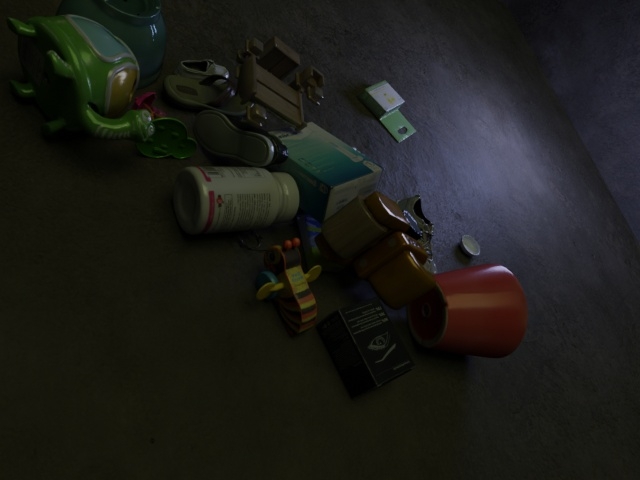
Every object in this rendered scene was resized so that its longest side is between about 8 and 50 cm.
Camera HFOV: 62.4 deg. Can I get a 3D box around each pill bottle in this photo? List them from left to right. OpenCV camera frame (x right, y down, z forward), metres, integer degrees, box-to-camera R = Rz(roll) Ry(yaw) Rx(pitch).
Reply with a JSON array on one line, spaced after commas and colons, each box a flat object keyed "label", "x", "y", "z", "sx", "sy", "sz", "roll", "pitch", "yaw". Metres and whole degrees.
[{"label": "pill bottle", "x": -0.203, "y": -0.102, "z": 1.314, "sx": 0.283, "sy": 0.160, "sz": 0.160, "roll": -6, "pitch": 63, "yaw": -39}]

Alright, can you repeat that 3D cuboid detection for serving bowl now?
[{"label": "serving bowl", "x": 0.524, "y": 0.022, "z": 1.869, "sx": 0.083, "sy": 0.027, "sz": 0.083, "roll": 20, "pitch": 49, "yaw": -25}]

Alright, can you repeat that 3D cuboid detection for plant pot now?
[{"label": "plant pot", "x": -0.532, "y": -0.573, "z": 1.386, "sx": 0.293, "sy": 0.196, "sz": 0.293, "roll": 20, "pitch": 49, "yaw": -25}, {"label": "plant pot", "x": 0.395, "y": 0.199, "z": 1.493, "sx": 0.243, "sy": 0.275, "sz": 0.274, "roll": 2, "pitch": 58, "yaw": -23}]

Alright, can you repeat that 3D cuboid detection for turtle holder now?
[{"label": "turtle holder", "x": -0.522, "y": -0.370, "z": 1.188, "sx": 0.320, "sy": 0.243, "sz": 0.227, "roll": 27, "pitch": 38, "yaw": 28}]

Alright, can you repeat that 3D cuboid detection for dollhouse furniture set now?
[{"label": "dollhouse furniture set", "x": -0.135, "y": -0.382, "z": 1.521, "sx": 0.303, "sy": 0.174, "sz": 0.355, "roll": 25, "pitch": 49, "yaw": -41}]

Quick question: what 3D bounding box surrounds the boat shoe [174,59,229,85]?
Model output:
[{"label": "boat shoe", "x": -0.346, "y": -0.509, "z": 1.574, "sx": 0.184, "sy": 0.063, "sz": 0.066, "roll": -10, "pitch": 66, "yaw": -41}]

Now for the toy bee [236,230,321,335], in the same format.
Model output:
[{"label": "toy bee", "x": -0.093, "y": 0.075, "z": 1.269, "sx": 0.298, "sy": 0.162, "sz": 0.195, "roll": 45, "pitch": 45, "yaw": -1}]

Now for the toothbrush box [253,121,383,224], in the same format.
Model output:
[{"label": "toothbrush box", "x": -0.012, "y": -0.198, "z": 1.468, "sx": 0.295, "sy": 0.126, "sz": 0.216, "roll": 39, "pitch": 43, "yaw": 27}]

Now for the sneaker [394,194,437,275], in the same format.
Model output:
[{"label": "sneaker", "x": 0.307, "y": -0.014, "z": 1.648, "sx": 0.105, "sy": 0.115, "sz": 0.281, "roll": -1, "pitch": 67, "yaw": -52}]

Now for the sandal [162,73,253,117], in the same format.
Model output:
[{"label": "sandal", "x": -0.303, "y": -0.428, "z": 1.524, "sx": 0.303, "sy": 0.086, "sz": 0.120, "roll": -8, "pitch": 65, "yaw": -48}]

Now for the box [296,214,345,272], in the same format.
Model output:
[{"label": "box", "x": 0.000, "y": 0.000, "z": 1.480, "sx": 0.109, "sy": 0.042, "sz": 0.178, "roll": 7, "pitch": 56, "yaw": -34}]

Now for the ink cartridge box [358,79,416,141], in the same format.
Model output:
[{"label": "ink cartridge box", "x": 0.276, "y": -0.505, "z": 2.051, "sx": 0.235, "sy": 0.056, "sz": 0.171, "roll": 47, "pitch": 43, "yaw": 4}]

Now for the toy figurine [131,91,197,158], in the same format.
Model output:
[{"label": "toy figurine", "x": -0.412, "y": -0.306, "z": 1.357, "sx": 0.173, "sy": 0.130, "sz": 0.159, "roll": 19, "pitch": 36, "yaw": -55}]

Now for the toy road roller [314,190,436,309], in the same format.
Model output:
[{"label": "toy road roller", "x": 0.167, "y": 0.040, "z": 1.384, "sx": 0.330, "sy": 0.202, "sz": 0.240, "roll": 23, "pitch": 35, "yaw": -54}]

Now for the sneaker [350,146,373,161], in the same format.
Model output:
[{"label": "sneaker", "x": 0.066, "y": -0.205, "z": 1.653, "sx": 0.145, "sy": 0.090, "sz": 0.270, "roll": 45, "pitch": 48, "yaw": 13}]

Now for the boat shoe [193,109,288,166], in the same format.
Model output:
[{"label": "boat shoe", "x": -0.217, "y": -0.266, "z": 1.411, "sx": 0.303, "sy": 0.114, "sz": 0.091, "roll": 33, "pitch": 22, "yaw": 29}]

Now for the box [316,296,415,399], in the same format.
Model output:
[{"label": "box", "x": 0.112, "y": 0.265, "z": 1.322, "sx": 0.153, "sy": 0.108, "sz": 0.207, "roll": -11, "pitch": 67, "yaw": -42}]
